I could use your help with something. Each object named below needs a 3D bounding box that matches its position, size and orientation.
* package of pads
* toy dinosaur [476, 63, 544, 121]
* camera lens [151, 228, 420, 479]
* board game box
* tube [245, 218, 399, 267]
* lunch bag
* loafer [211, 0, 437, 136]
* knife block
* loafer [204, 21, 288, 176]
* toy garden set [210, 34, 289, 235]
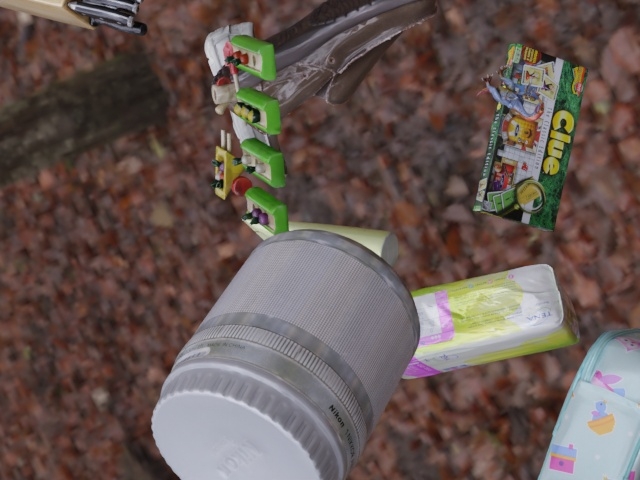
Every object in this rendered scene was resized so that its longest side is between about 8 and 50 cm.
[{"bbox_3d":[0.223,0.124,1.809,0.229,0.296,0.101,37,-139,-69],"label":"package of pads"},{"bbox_3d":[0.233,-0.170,1.457,0.082,0.047,0.090,59,168,14],"label":"toy dinosaur"},{"bbox_3d":[-0.031,0.138,1.320,0.219,0.274,0.219,17,135,18],"label":"camera lens"},{"bbox_3d":[0.320,-0.154,1.843,0.030,0.136,0.260,3,80,65],"label":"board game box"},{"bbox_3d":[0.000,0.000,1.843,0.240,0.062,0.070,8,118,30],"label":"tube"},{"bbox_3d":[0.347,0.242,1.422,0.107,0.224,0.279,24,103,29],"label":"lunch bag"},{"bbox_3d":[0.021,-0.273,1.791,0.130,0.365,0.134,57,-162,-25],"label":"loafer"},{"bbox_3d":[-0.362,-0.347,1.717,0.088,0.275,0.242,33,-149,-63],"label":"knife block"},{"bbox_3d":[-0.121,-0.263,2.349,0.112,0.111,0.320,-84,-26,-70],"label":"loafer"},{"bbox_3d":[-0.107,-0.141,1.577,0.204,0.049,0.244,-145,47,-63],"label":"toy garden set"}]
